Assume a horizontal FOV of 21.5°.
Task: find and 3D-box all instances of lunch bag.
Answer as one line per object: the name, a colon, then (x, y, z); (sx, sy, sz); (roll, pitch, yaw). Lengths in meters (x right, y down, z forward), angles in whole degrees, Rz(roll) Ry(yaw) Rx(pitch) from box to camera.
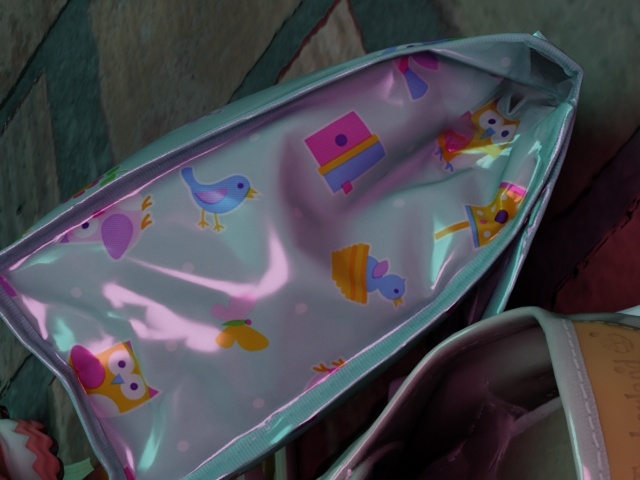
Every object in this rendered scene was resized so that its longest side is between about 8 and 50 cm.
lunch bag: (0.000, 0.000, 0.791); (0.262, 0.160, 0.223); (-33, -1, -2)

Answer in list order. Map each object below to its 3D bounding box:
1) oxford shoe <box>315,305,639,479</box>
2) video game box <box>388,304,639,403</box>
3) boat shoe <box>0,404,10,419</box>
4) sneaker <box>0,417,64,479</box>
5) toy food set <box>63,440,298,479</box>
oxford shoe: (0.017, 0.157, 0.700); (0.449, 0.130, 0.169); (-42, 43, 40)
video game box: (0.101, 0.136, 0.744); (0.205, 0.048, 0.187); (-23, 53, 51)
boat shoe: (-0.242, 0.219, 1.217); (0.081, 0.068, 0.227); (-14, 58, 8)
sneaker: (-0.205, 0.182, 0.954); (0.314, 0.136, 0.116); (28, 104, 64)
toy food set: (-0.118, 0.175, 1.019); (0.306, 0.092, 0.219); (-40, 43, 39)
